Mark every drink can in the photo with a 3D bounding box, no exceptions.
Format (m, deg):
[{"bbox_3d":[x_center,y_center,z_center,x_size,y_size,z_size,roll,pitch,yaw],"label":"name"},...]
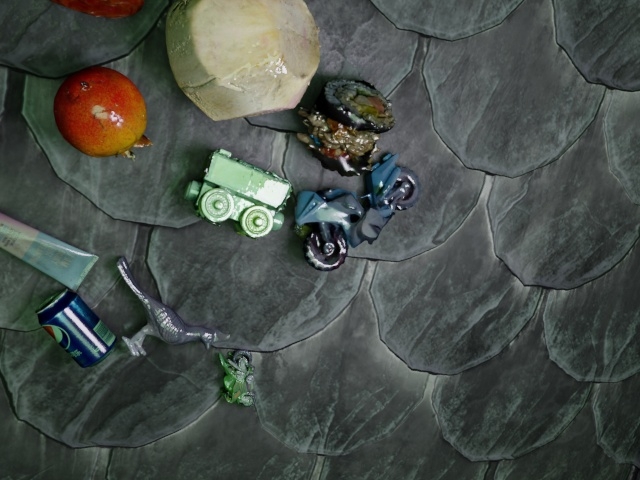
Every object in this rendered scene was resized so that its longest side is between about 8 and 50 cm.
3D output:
[{"bbox_3d":[-0.636,0.229,1.448,0.118,0.118,0.205,-35,109,-5],"label":"drink can"}]

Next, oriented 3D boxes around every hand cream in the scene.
[{"bbox_3d":[-0.732,0.015,1.393,0.312,0.070,0.111,33,89,-24],"label":"hand cream"}]

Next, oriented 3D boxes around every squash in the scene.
[{"bbox_3d":[0.000,0.000,1.604,0.183,0.052,0.052,26,96,-22],"label":"squash"}]

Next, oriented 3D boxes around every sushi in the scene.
[{"bbox_3d":[0.069,-0.296,1.472,0.238,0.225,0.219,31,127,16],"label":"sushi"}]

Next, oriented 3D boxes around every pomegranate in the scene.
[{"bbox_3d":[-0.506,-0.292,1.306,0.210,0.210,0.235,-46,136,-1],"label":"pomegranate"}]

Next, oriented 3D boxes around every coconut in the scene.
[{"bbox_3d":[-0.191,-0.445,1.306,0.352,0.352,0.353,-4,105,-15],"label":"coconut"}]

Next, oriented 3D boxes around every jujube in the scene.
[{"bbox_3d":[-0.518,-0.596,1.240,0.250,0.174,0.174,13,100,-24],"label":"jujube"}]

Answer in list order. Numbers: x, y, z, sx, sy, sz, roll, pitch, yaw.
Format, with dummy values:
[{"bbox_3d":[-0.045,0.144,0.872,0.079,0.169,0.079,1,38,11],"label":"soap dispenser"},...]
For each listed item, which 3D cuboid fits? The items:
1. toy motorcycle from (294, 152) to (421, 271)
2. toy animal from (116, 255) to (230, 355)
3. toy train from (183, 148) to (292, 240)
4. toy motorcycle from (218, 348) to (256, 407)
[{"bbox_3d":[0.092,-0.104,1.546,0.416,0.172,0.232,-38,97,-14],"label":"toy motorcycle"},{"bbox_3d":[-0.454,0.228,1.521,0.367,0.081,0.206,39,95,-13],"label":"toy animal"},{"bbox_3d":[-0.216,-0.117,1.462,0.271,0.159,0.188,21,88,-20],"label":"toy train"},{"bbox_3d":[-0.246,0.411,1.635,0.106,0.074,0.190,-5,106,-6],"label":"toy motorcycle"}]
